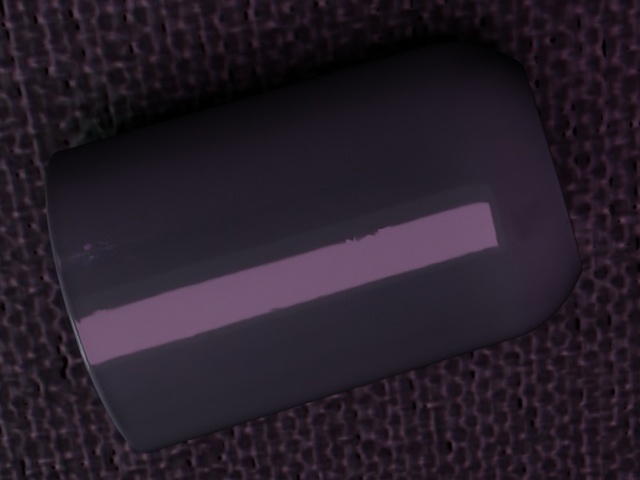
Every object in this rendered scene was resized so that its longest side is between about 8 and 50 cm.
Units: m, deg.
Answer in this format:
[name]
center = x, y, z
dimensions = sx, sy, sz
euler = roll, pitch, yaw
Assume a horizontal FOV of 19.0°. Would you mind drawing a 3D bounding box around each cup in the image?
[cup]
center = 0.000, 0.000, 1.232
dimensions = 0.312, 0.205, 0.205
euler = -16, 119, 6
